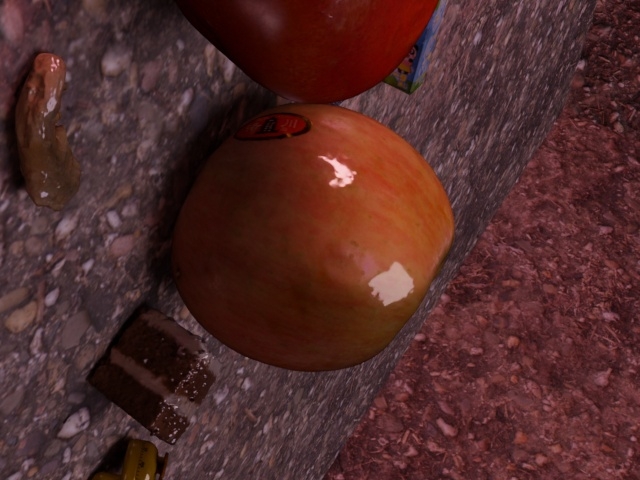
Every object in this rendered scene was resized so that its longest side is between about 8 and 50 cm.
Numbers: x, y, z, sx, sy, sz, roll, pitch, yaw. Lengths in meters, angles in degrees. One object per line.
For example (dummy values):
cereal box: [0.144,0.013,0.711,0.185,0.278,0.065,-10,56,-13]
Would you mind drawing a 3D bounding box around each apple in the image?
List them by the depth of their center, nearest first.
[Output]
apple: [0.000,0.000,1.324,0.391,0.347,0.391,-57,167,-20]

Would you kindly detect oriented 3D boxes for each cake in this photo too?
cake: [-0.226,0.192,1.320,0.147,0.135,0.135,-50,162,-15]

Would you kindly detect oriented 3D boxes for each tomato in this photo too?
tomato: [-0.015,-0.308,0.947,0.290,0.293,0.325,-46,166,-3]

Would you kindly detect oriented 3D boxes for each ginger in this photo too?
ginger: [-0.268,-0.097,0.912,0.069,0.051,0.173,-50,161,-44]

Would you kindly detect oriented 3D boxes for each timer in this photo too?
timer: [-0.303,0.367,1.470,0.107,0.109,0.107,-167,-90,-81]

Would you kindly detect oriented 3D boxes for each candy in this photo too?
candy: [0.150,-0.361,1.605,0.062,0.097,0.194,-41,154,-45]

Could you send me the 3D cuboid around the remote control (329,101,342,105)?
remote control: [0.025,-0.244,1.551,0.152,0.027,0.043,-44,149,-48]
